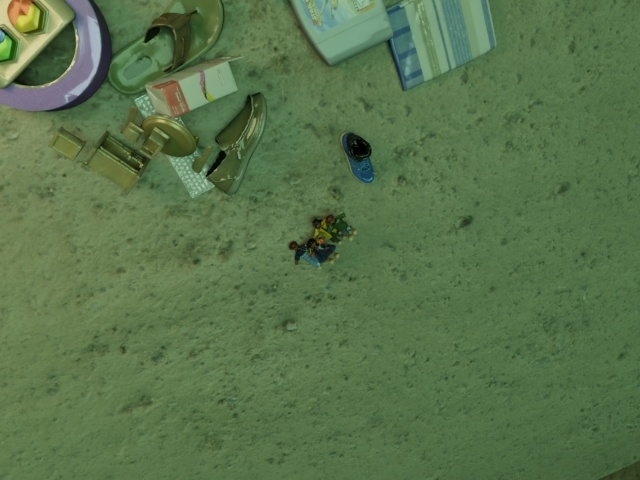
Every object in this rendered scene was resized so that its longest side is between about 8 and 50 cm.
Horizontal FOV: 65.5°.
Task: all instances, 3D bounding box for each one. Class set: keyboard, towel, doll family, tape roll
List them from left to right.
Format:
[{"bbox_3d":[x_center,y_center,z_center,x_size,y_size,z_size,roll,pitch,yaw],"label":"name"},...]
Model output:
[{"bbox_3d":[-0.565,-0.396,0.978,0.274,0.090,0.275,-2,104,-9],"label":"tape roll"},{"bbox_3d":[-0.334,-0.225,1.163,0.072,0.014,0.256,-29,114,-6],"label":"keyboard"},{"bbox_3d":[0.000,0.000,1.307,0.111,0.076,0.193,31,99,-28],"label":"doll family"},{"bbox_3d":[0.301,-0.530,1.250,0.285,0.034,0.209,-27,115,-5],"label":"towel"}]

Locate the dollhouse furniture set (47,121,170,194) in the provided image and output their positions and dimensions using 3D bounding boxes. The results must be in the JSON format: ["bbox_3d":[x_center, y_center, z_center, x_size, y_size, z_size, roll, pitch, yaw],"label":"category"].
[{"bbox_3d":[-0.441,-0.225,1.062,0.182,0.101,0.161,35,117,-24],"label":"dollhouse furniture set"}]

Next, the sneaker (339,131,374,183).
[{"bbox_3d":[0.104,-0.204,1.265,0.058,0.084,0.152,-30,114,-6],"label":"sneaker"}]

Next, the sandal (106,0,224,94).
[{"bbox_3d":[-0.325,-0.418,1.060,0.302,0.086,0.120,-41,110,2],"label":"sandal"}]

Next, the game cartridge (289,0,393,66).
[{"bbox_3d":[0.027,-0.567,1.130,0.198,0.062,0.297,-27,111,-4],"label":"game cartridge"}]

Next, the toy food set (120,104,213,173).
[{"bbox_3d":[-0.332,-0.232,1.095,0.192,0.132,0.039,27,57,-19],"label":"toy food set"}]

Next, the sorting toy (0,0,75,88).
[{"bbox_3d":[-0.592,-0.416,0.901,0.208,0.038,0.193,-43,107,2],"label":"sorting toy"}]

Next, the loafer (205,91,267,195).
[{"bbox_3d":[-0.198,-0.230,1.159,0.087,0.094,0.251,18,101,-26],"label":"loafer"}]

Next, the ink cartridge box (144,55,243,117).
[{"bbox_3d":[-0.261,-0.337,1.075,0.198,0.115,0.067,-32,124,-23],"label":"ink cartridge box"}]
